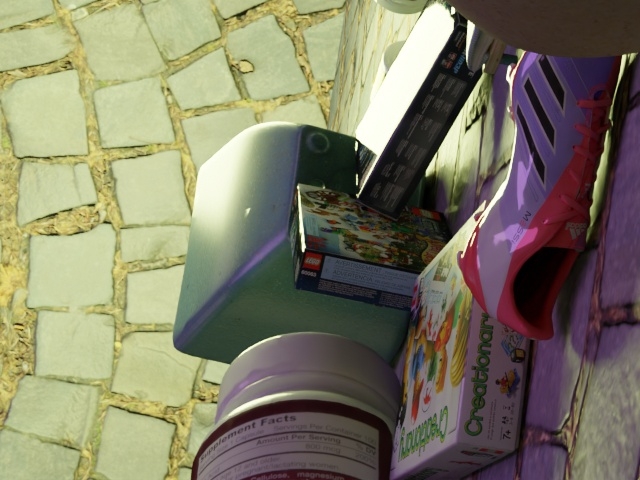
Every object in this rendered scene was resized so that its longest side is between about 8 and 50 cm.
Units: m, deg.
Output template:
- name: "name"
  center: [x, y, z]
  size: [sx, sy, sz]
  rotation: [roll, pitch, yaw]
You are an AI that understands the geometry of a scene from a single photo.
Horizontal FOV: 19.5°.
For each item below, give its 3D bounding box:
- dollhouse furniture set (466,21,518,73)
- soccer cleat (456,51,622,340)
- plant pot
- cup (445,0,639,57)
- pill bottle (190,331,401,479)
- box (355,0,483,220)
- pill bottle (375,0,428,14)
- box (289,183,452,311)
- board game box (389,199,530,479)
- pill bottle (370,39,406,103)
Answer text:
- name: "dollhouse furniture set"
  center: [0.102, -0.260, 1.596]
  size: [0.303, 0.198, 0.286]
  rotation: [107, 171, -58]
- name: "soccer cleat"
  center: [0.165, -0.048, 1.284]
  size: [0.095, 0.083, 0.248]
  rotation: [49, 131, 44]
- name: "plant pot"
  center: [0.000, 0.000, 2.091]
  size: [0.252, 0.247, 0.247]
  rotation: [133, 148, -60]
- name: "cup"
  center: [0.128, -0.231, 0.898]
  size: [0.331, 0.331, 0.237]
  rotation: [-87, -15, -51]
- name: "pill bottle"
  center: [-0.017, 0.283, 1.724]
  size: [0.392, 0.224, 0.224]
  rotation: [-86, 8, -50]
- name: "box"
  center: [0.104, -0.154, 1.886]
  size: [0.220, 0.051, 0.175]
  rotation: [-61, 13, 24]
- name: "pill bottle"
  center: [0.111, -0.334, 2.052]
  size: [0.216, 0.121, 0.121]
  rotation: [117, 162, -71]
- name: "box"
  center: [0.053, 0.008, 1.836]
  size: [0.233, 0.159, 0.044]
  rotation: [-99, 20, -73]
- name: "board game box"
  center: [0.118, 0.097, 1.553]
  size: [0.305, 0.053, 0.193]
  rotation: [119, 159, -75]
- name: "pill bottle"
  center: [0.095, -0.184, 2.248]
  size: [0.116, 0.065, 0.065]
  rotation: [108, 170, -57]
